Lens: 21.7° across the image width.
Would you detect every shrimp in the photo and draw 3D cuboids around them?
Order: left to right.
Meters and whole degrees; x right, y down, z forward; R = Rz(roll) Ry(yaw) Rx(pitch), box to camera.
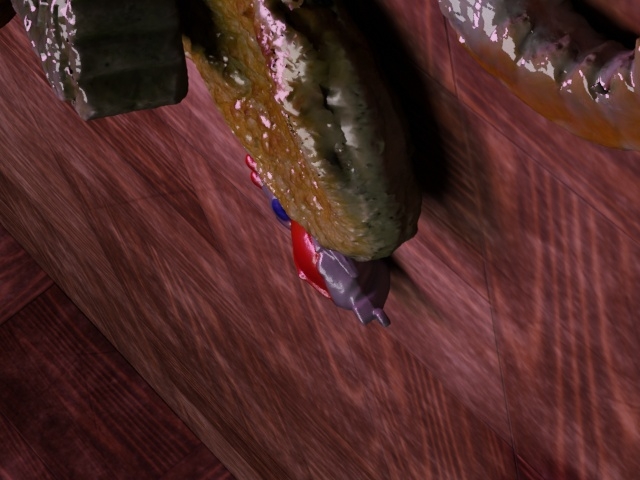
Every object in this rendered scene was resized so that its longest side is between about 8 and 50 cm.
[{"bbox_3d":[0.115,-0.107,0.756,0.161,0.049,0.166,45,164,13],"label":"shrimp"}]

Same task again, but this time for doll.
[{"bbox_3d":[0.001,0.000,1.367,0.194,0.062,0.104,52,151,29],"label":"doll"}]

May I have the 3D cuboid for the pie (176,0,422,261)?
[{"bbox_3d":[-0.023,-0.111,1.130,0.277,0.079,0.277,56,168,18],"label":"pie"}]

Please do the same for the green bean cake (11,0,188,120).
[{"bbox_3d":[-0.158,-0.198,1.124,0.183,0.094,0.185,-119,23,-43],"label":"green bean cake"}]

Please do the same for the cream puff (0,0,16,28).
[{"bbox_3d":[-0.334,-0.262,1.458,0.155,0.241,0.269,41,135,16],"label":"cream puff"}]
